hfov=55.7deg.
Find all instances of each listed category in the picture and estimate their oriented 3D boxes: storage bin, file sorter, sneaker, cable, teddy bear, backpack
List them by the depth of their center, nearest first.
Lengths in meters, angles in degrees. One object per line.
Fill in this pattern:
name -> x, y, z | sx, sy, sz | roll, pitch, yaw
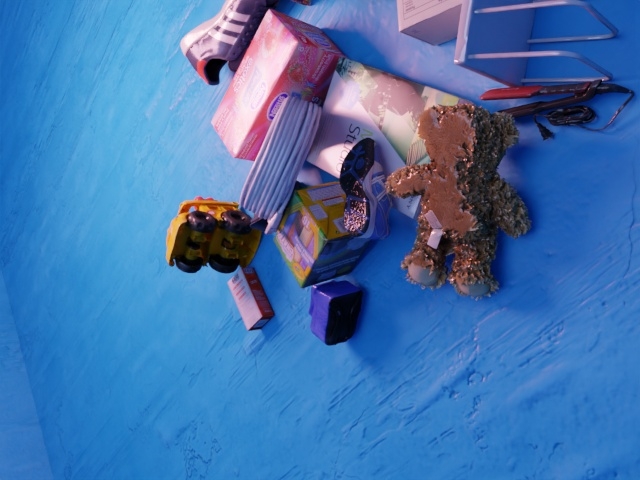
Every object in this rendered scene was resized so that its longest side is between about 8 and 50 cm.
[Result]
file sorter -> 0.336, -0.381, 0.882 | 0.173, 0.193, 0.277 | 11, 97, 42
teddy bear -> 0.233, -0.061, 1.022 | 0.245, 0.113, 0.337 | -5, 100, 39
sneaker -> 0.089, -0.094, 1.131 | 0.080, 0.081, 0.211 | -22, 57, 45
cable -> -0.079, -0.165, 1.224 | 0.257, 0.089, 0.257 | -77, 10, -62
backpack -> 0.027, 0.148, 1.249 | 0.101, 0.098, 0.120 | 30, 123, 51
storage bin -> -0.103, -0.086, 1.391 | 0.135, 0.098, 0.090 | -25, 61, 42
sneaker -> -0.183, -0.502, 1.470 | 0.350, 0.131, 0.148 | -27, 90, 36

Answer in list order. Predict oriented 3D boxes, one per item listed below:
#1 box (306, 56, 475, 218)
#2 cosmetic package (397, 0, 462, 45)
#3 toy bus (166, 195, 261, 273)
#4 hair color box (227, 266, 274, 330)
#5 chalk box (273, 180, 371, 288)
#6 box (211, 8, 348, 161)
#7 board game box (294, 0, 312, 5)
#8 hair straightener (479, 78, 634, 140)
box -> 0.121, -0.207, 1.186 | 0.322, 0.059, 0.232 | 33, 112, 39
cosmetic package -> 0.219, -0.524, 1.057 | 0.160, 0.113, 0.309 | -7, 85, 45
toy bus -> -0.286, -0.036, 1.487 | 0.211, 0.220, 0.149 | 51, 128, 40
hair color box -> -0.171, 0.142, 1.482 | 0.072, 0.043, 0.141 | -45, 60, 35
chalk box -> 0.000, 0.000, 1.228 | 0.132, 0.133, 0.213 | 59, 144, 24
box -> -0.096, -0.328, 1.338 | 0.299, 0.154, 0.142 | -55, 51, 28
board game box -> -0.058, -0.618, 1.318 | 0.048, 0.141, 0.170 | 34, 112, 40
hair straightener -> 0.369, -0.205, 0.956 | 0.231, 0.047, 0.088 | 2, 120, 39
